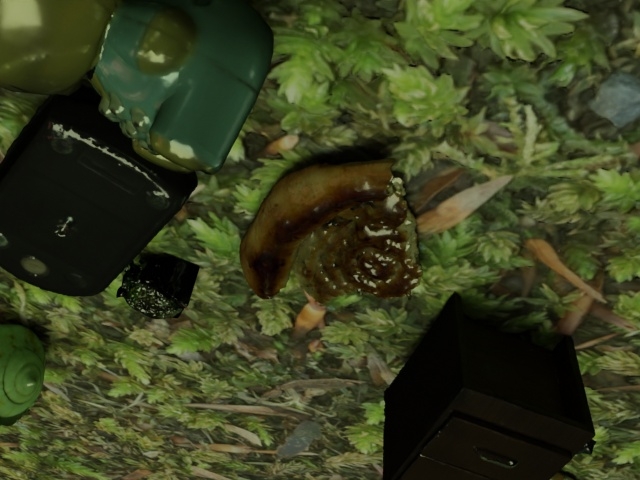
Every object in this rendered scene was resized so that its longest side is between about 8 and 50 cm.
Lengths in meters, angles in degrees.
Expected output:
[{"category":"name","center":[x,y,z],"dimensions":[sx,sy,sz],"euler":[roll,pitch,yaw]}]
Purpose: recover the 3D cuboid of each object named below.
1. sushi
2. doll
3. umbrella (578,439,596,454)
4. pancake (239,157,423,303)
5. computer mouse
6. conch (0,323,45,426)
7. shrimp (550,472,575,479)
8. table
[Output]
[{"category":"sushi","center":[-0.207,0.059,1.024],"dimensions":[0.085,0.056,0.083],"euler":[21,147,-12]},{"category":"doll","center":[-0.176,-0.172,0.652],"dimensions":[0.261,0.161,0.177],"euler":[27,177,-18]},{"category":"umbrella","center":[0.264,0.261,1.137],"dimensions":[0.224,0.080,0.071],"euler":[-9,172,29]},{"category":"pancake","center":[0.000,0.000,0.895],"dimensions":[0.212,0.056,0.257],"euler":[1,139,14]},{"category":"computer mouse","center":[-0.253,-0.049,0.868],"dimensions":[0.170,0.100,0.269],"euler":[31,133,-26]},{"category":"conch","center":[-0.503,0.202,1.201],"dimensions":[0.251,0.137,0.143],"euler":[-15,134,29]},{"category":"shrimp","center":[0.368,0.416,1.320],"dimensions":[0.099,0.041,0.180],"euler":[-14,135,8]},{"category":"table","center":[0.191,0.208,0.974],"dimensions":[0.169,0.172,0.193],"euler":[21,126,-11]}]
